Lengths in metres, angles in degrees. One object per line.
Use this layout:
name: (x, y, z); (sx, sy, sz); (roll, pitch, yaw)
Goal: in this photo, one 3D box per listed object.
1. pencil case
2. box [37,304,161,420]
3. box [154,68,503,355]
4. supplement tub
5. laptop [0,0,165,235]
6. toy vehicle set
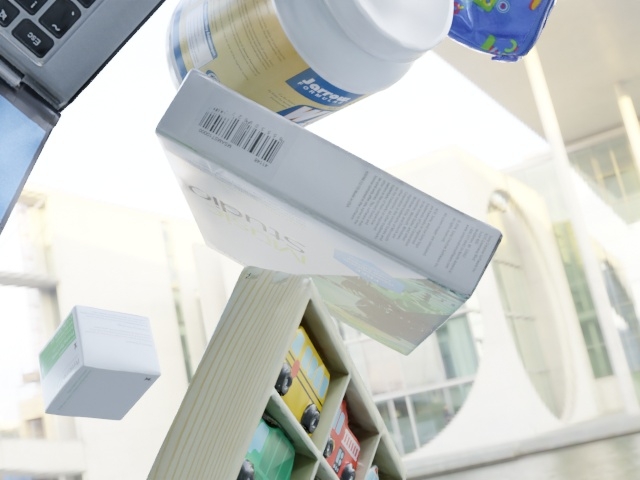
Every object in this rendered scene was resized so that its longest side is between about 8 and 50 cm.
pencil case: (0.239, -0.338, 0.934); (0.119, 0.133, 0.306); (-6, -46, -43)
box: (-0.255, 0.143, 0.997); (0.102, 0.087, 0.101); (15, -50, -40)
box: (0.000, 0.000, 0.702); (0.232, 0.058, 0.322); (29, -12, 6)
supplement tub: (-0.013, -0.167, 0.671); (0.144, 0.144, 0.200); (0, -13, -42)
laptop: (-0.191, -0.190, 0.301); (0.408, 0.236, 0.382); (-48, -60, -2)
toy vehicle set: (-0.016, 0.152, 0.456); (0.035, 0.166, 0.267); (10, -29, 22)
